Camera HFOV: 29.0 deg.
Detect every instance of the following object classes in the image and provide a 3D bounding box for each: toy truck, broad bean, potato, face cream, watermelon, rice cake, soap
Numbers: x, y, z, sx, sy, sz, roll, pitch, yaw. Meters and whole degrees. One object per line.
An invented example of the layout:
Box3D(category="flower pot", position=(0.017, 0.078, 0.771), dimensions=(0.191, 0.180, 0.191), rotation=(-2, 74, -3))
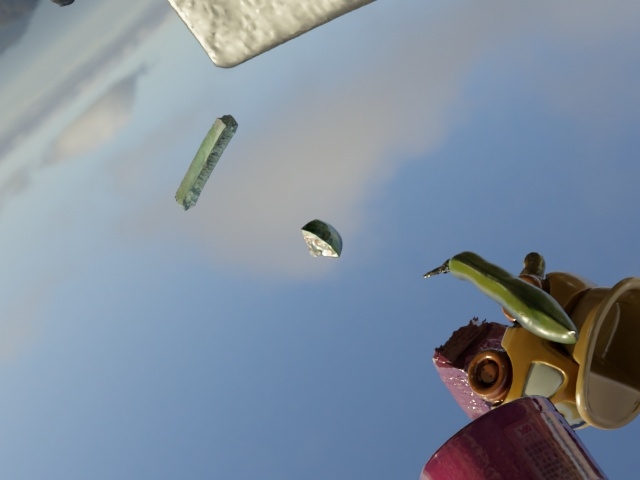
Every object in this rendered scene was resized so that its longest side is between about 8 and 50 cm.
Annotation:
Box3D(category="toy truck", position=(0.383, 0.173, 1.905), dimensions=(0.211, 0.204, 0.288), rotation=(20, -92, 47))
Box3D(category="broad bean", position=(0.263, 0.071, 1.783), dimensions=(0.067, 0.075, 0.325), rotation=(-22, -149, -23))
Box3D(category="potato", position=(0.374, 0.065, 2.192), dimensions=(0.046, 0.045, 0.092), rotation=(-128, -124, -83))
Box3D(category="face cream", position=(0.224, 0.288, 1.299), dimensions=(0.175, 0.195, 0.175), rotation=(-25, 150, -16))
Box3D(category="watermelon", position=(0.000, 0.000, 2.144), dimensions=(0.061, 0.085, 0.085), rotation=(-51, -170, 18))
Box3D(category="rice cake", position=(-0.212, -0.143, 2.283), dimensions=(0.211, 0.034, 0.043), rotation=(-57, -134, 30))
Box3D(category="soap", position=(0.328, 0.238, 2.148), dimensions=(0.112, 0.289, 0.182), rotation=(2, -104, 61))

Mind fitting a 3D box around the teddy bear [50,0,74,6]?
Box3D(category="teddy bear", position=(-0.335, -0.456, 1.630), dimensions=(0.144, 0.251, 0.171), rotation=(-16, -139, -16))

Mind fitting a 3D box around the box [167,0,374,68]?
Box3D(category="box", position=(-0.031, -0.310, 1.189), dimensions=(0.273, 0.184, 0.143), rotation=(-18, -150, 38))
